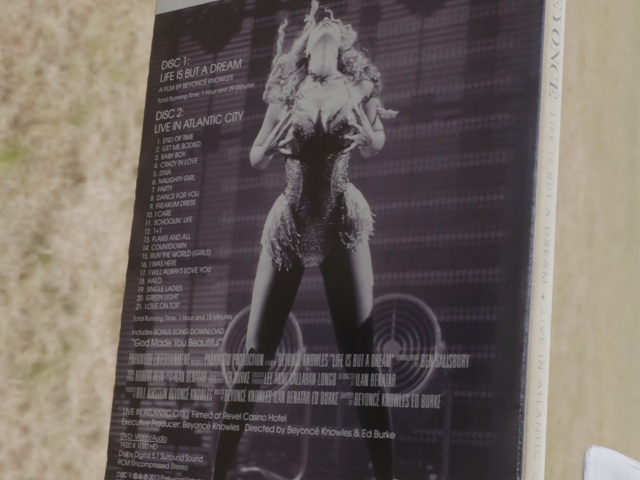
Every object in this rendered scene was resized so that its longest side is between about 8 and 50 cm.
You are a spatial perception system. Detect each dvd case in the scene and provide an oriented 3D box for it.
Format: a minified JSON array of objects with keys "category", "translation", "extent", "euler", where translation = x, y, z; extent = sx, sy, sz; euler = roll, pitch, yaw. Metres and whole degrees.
[{"category":"dvd case","translation":[0.000,0.000,0.417],"extent":[0.018,0.165,0.221],"euler":[17,74,-50]}]

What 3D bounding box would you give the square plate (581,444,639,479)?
[{"category":"square plate","translation":[0.215,0.283,0.504],"extent":[0.347,0.049,0.343],"euler":[28,56,-40]}]
